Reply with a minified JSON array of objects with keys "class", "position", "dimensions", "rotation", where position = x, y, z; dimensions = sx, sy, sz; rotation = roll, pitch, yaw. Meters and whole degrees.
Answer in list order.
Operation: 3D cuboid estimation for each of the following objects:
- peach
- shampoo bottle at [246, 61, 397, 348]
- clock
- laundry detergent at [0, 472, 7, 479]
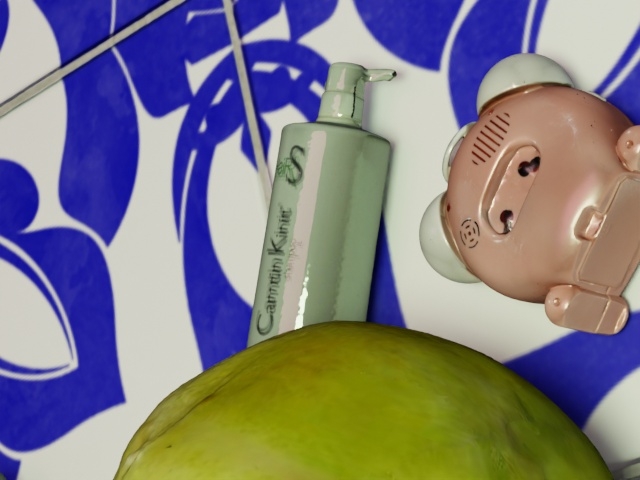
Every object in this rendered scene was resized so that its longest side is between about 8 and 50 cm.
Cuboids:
[{"class":"peach","position":[0.031,0.189,1.031],"dimensions":[0.281,0.314,0.315],"rotation":[-50,23,-17]},{"class":"shampoo bottle","position":[0.000,0.000,1.222],"dimensions":[0.085,0.085,0.262],"rotation":[5,84,40]},{"class":"clock","position":[0.143,-0.033,1.108],"dimensions":[0.162,0.092,0.166],"rotation":[31,102,42]},{"class":"laundry detergent","position":[-0.235,0.375,1.323],"dimensions":[0.264,0.124,0.398],"rotation":[-43,57,27]}]
